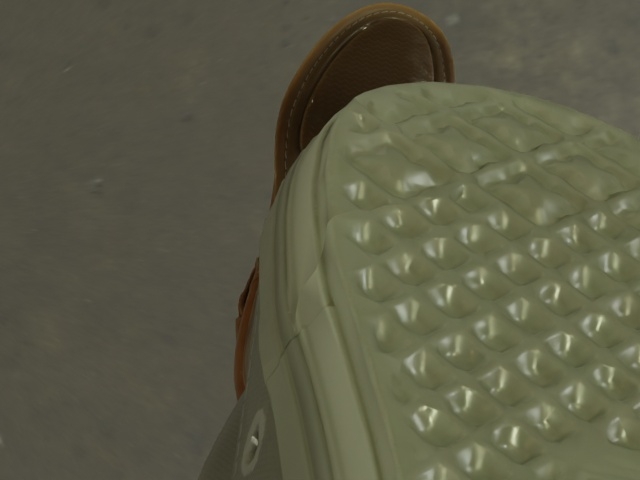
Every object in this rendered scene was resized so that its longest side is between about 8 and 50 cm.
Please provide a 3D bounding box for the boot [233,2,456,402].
[{"bbox_3d":[0.000,0.000,0.900,0.073,0.152,0.197,20,68,0],"label":"boot"}]

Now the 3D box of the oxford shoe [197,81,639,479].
[{"bbox_3d":[0.039,0.132,0.343,0.169,0.449,0.130,14,122,-10],"label":"oxford shoe"}]
